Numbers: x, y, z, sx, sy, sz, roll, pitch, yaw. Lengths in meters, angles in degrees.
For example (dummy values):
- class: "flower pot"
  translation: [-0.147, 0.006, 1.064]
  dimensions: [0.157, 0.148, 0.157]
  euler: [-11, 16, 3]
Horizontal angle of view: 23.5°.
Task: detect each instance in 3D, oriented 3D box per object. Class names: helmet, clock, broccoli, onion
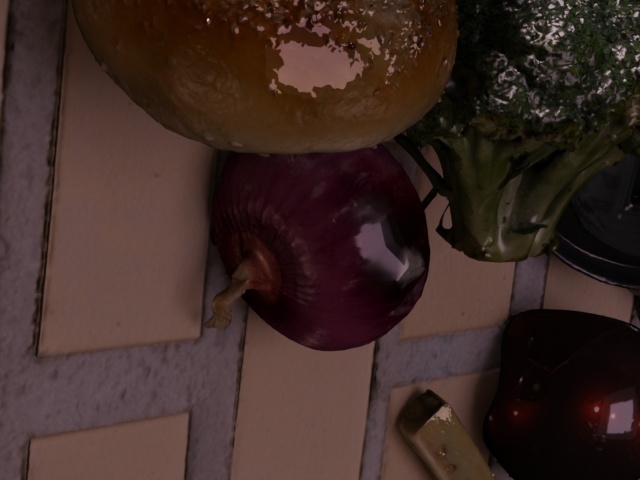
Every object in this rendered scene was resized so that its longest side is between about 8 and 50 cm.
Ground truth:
- class: "helmet"
  translation: [0.280, 0.181, 1.659]
  dimensions: [0.216, 0.193, 0.189]
  euler: [-41, 134, 8]
- class: "clock"
  translation: [0.367, -0.076, 1.585]
  dimensions: [0.319, 0.319, 0.066]
  euler: [58, 27, -36]
- class: "broccoli"
  translation: [0.166, -0.124, 1.382]
  dimensions: [0.321, 0.304, 0.283]
  euler: [-5, 113, -36]
- class: "onion"
  translation: [0.010, -0.004, 1.344]
  dimensions: [0.201, 0.201, 0.207]
  euler: [1, 94, -44]

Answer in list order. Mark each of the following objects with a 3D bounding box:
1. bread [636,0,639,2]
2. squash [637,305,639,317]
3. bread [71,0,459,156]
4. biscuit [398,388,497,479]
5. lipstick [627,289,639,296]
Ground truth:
- class: "bread"
  translation: [0.372, -0.324, 1.546]
  dimensions: [0.315, 0.279, 0.248]
  euler: [0, 94, -32]
- class: "squash"
  translation: [0.504, 0.037, 1.862]
  dimensions: [0.247, 0.132, 0.132]
  euler: [-45, 128, -29]
- class: "bread"
  translation: [-0.035, -0.193, 1.169]
  dimensions: [0.306, 0.305, 0.158]
  euler: [-19, 143, -39]
- class: "biscuit"
  translation: [0.140, 0.236, 1.618]
  dimensions: [0.056, 0.052, 0.188]
  euler: [-39, 126, -10]
- class: "lipstick"
  translation: [0.358, -0.048, 1.728]
  dimensions: [0.077, 0.079, 0.252]
  euler: [-43, 128, -24]
